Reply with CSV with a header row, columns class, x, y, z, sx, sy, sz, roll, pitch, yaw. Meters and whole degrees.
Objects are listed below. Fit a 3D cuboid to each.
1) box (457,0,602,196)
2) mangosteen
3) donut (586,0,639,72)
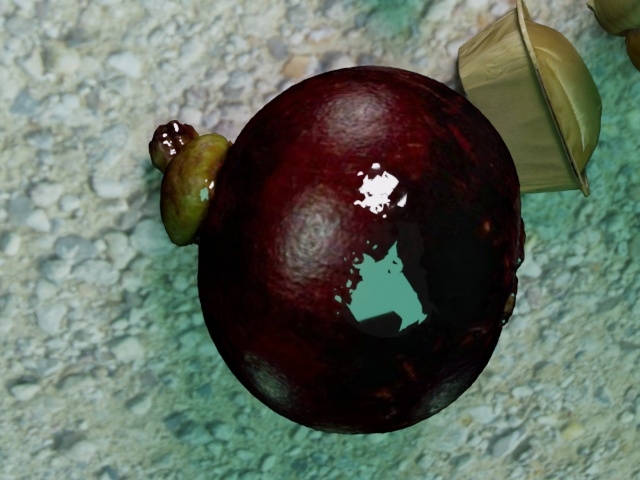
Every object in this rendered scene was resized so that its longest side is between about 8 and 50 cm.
class,x,y,z,sx,sy,sz,roll,pitch,yaw
box,0.186,-0.117,1.068,0.111,0.111,0.177,-28,118,1
mangosteen,0.017,0.005,0.988,0.293,0.297,0.297,12,112,-20
donut,0.408,-0.198,0.907,0.449,0.449,0.198,-4,93,-11
